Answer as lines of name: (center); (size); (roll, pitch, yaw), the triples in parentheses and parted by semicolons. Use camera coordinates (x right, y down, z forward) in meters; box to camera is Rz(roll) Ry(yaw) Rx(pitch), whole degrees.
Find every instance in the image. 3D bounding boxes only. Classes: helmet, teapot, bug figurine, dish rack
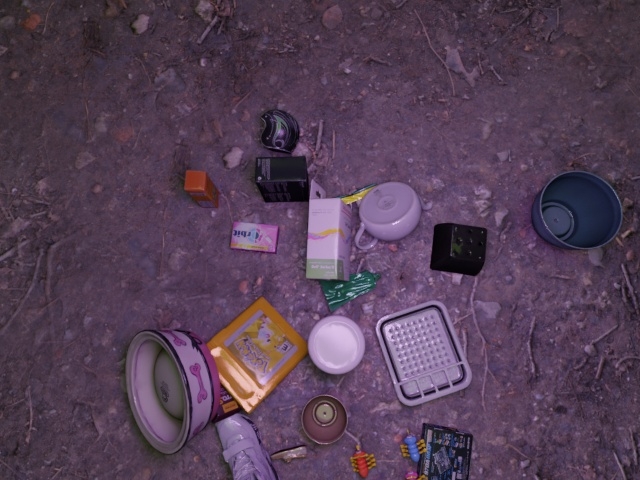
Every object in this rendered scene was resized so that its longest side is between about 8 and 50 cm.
helmet: (-0.167, -0.446, 1.676); (0.169, 0.169, 0.162); (12, 95, 3)
teapot: (0.275, -0.086, 1.596); (0.256, 0.187, 0.253); (3, 57, 28)
bug figurine: (0.250, 0.803, 1.442); (0.279, 0.072, 0.216); (-21, 74, 7)
dish rack: (0.378, 0.415, 1.546); (0.285, 0.072, 0.333); (-18, 79, -2)

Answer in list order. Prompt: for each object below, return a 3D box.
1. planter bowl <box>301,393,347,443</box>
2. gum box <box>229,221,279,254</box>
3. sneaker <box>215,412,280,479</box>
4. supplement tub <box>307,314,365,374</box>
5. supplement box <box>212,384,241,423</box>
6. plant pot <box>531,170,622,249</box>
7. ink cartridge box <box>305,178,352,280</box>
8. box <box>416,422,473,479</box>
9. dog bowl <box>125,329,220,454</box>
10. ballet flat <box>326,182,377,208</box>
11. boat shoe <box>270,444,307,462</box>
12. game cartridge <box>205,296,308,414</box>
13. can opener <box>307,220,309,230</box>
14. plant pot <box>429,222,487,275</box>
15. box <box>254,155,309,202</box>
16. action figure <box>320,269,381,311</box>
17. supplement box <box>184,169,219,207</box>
planter bowl: (0.014, 0.632, 1.489); (0.162, 0.109, 0.162); (0, 79, 0)
gum box: (-0.264, -0.010, 1.641); (0.188, 0.062, 0.107); (6, 79, 2)
sneaker: (-0.259, 0.761, 1.415); (0.137, 0.210, 0.366); (-32, 80, -6)
supplement tub: (0.053, 0.362, 1.458); (0.191, 0.272, 0.191); (0, 79, 0)
supplement box: (-0.363, 0.537, 1.482); (0.104, 0.081, 0.188); (-10, 56, -37)
plant pot: (0.936, -0.093, 1.574); (0.293, 0.196, 0.293); (0, 78, 0)
ink cartridge box: (0.038, -0.032, 1.514); (0.119, 0.207, 0.354); (0, 83, 16)
box: (0.444, 0.790, 1.482); (0.175, 0.051, 0.220); (9, 79, 3)
dog bowl: (-0.502, 0.492, 1.413); (0.408, 0.150, 0.408); (4, 97, 39)
ballet flat: (0.128, -0.161, 1.667); (0.231, 0.077, 0.077); (-18, 97, 1)
boat shoe: (-0.113, 0.778, 1.492); (0.135, 0.050, 0.045); (-13, 74, -2)
game cartridge: (-0.238, 0.408, 1.507); (0.285, 0.053, 0.323); (44, 59, 8)
can opener: (0.000, 0.000, 1.647); (0.059, 0.073, 0.186); (-6, 80, -40)
plant pot: (0.540, 0.021, 1.573); (0.187, 0.167, 0.188); (9, 78, 2)
box: (-0.139, -0.227, 1.581); (0.184, 0.261, 0.103); (1, 79, 0)
action figure: (0.127, 0.175, 1.600); (0.232, 0.063, 0.137); (-20, 78, 1)
supplement box: (-0.453, -0.193, 1.592); (0.080, 0.233, 0.078); (2, 79, -2)
